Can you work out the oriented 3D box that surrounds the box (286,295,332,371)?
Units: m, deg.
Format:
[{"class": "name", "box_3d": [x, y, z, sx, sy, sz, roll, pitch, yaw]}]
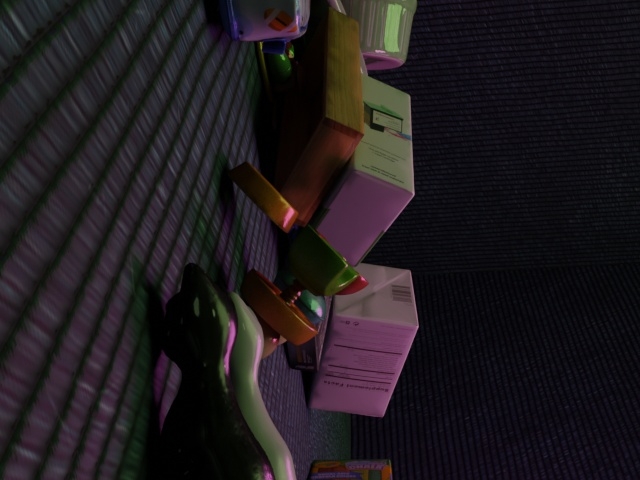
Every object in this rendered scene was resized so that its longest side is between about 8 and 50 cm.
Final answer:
[{"class": "box", "box_3d": [-0.016, 0.095, 1.266, 0.183, 0.056, 0.231, 85, 13, -50]}]

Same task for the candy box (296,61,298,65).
[{"class": "candy box", "box_3d": [-0.027, -0.430, 1.472, 0.027, 0.105, 0.206, -80, 167, -52]}]

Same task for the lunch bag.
[{"class": "lunch bag", "box_3d": [-0.070, -0.357, 0.856, 0.303, 0.115, 0.243, -81, 170, -72]}]

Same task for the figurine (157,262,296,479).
[{"class": "figurine", "box_3d": [-0.078, 0.139, 0.587, 0.215, 0.092, 0.210, 71, 12, -76]}]

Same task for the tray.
[{"class": "tray", "box_3d": [-0.003, -0.232, 1.219, 0.203, 0.076, 0.411, -56, -161, 36]}]

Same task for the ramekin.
[{"class": "ramekin", "box_3d": [0.072, -0.496, 1.631, 0.303, 0.303, 0.148, -51, 146, -83]}]

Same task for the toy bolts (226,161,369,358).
[{"class": "toy bolts", "box_3d": [-0.062, 0.043, 0.842, 0.218, 0.158, 0.228, 46, 1, 21]}]

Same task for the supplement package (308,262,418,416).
[{"class": "supplement package", "box_3d": [0.083, 0.214, 1.489, 0.177, 0.175, 0.293, -90, -169, -51]}]

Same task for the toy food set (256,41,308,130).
[{"class": "toy food set", "box_3d": [-0.060, -0.306, 1.172, 0.218, 0.071, 0.128, 81, 8, -54]}]

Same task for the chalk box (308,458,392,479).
[{"class": "chalk box", "box_3d": [0.068, 0.574, 1.467, 0.289, 0.180, 0.179, -15, 102, -87]}]

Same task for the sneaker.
[{"class": "sneaker", "box_3d": [0.006, -0.379, 1.432, 0.105, 0.146, 0.296, -90, 158, -53]}]

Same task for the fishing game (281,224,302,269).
[{"class": "fishing game", "box_3d": [-0.049, 0.003, 1.307, 0.189, 0.041, 0.264, -66, 159, -63]}]

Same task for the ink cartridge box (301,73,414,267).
[{"class": "ink cartridge box", "box_3d": [0.064, -0.128, 1.212, 0.201, 0.117, 0.278, -55, -159, 41]}]
